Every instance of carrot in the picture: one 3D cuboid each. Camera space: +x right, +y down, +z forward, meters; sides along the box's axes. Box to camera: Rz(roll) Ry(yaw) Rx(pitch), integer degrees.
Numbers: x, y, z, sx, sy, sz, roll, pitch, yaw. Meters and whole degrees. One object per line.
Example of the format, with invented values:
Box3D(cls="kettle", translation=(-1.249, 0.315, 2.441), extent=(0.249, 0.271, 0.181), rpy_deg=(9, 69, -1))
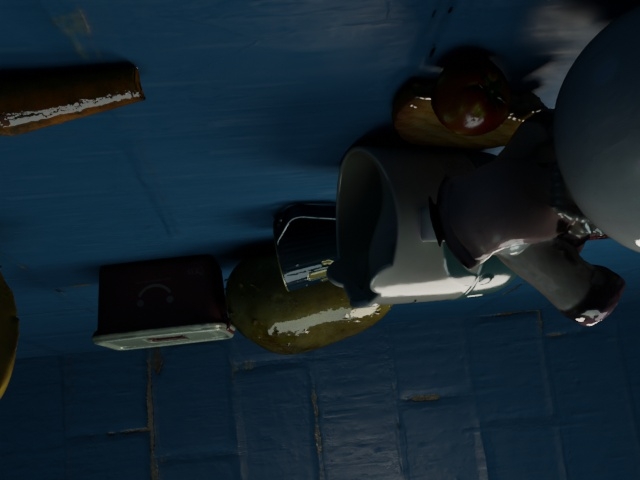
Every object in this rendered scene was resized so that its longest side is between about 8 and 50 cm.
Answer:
Box3D(cls="carrot", translation=(-0.257, -0.142, 0.707), extent=(0.161, 0.055, 0.055), rpy_deg=(-12, 167, -4))

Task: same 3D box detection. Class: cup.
Box3D(cls="cup", translation=(0.000, 0.000, 1.273), extent=(0.155, 0.131, 0.176), rpy_deg=(-11, 141, 2))
Box3D(cls="cup", translation=(0.165, -0.022, 0.977), extent=(0.257, 0.219, 0.289), rpy_deg=(-2, 180, -19))

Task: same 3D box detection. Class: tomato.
Box3D(cls="tomato", translation=(0.159, -0.152, 0.766), extent=(0.087, 0.087, 0.075), rpy_deg=(4, 168, -34))

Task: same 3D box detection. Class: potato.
Box3D(cls="potato", translation=(-0.015, 0.120, 1.517), extent=(0.359, 0.219, 0.270), rpy_deg=(-9, 159, 4))

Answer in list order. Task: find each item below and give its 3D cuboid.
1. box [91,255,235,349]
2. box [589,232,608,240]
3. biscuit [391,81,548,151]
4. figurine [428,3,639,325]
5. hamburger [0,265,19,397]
Box3D(cls="box", translation=(-0.338, 0.138, 1.558), extent=(0.293, 0.168, 0.193), rpy_deg=(-6, 165, 0))
Box3D(cls="box", translation=(0.608, -0.046, 1.422), extent=(0.224, 0.069, 0.120), rpy_deg=(-6, 166, 5))
Box3D(cls="biscuit", translation=(0.181, -0.155, 0.875), extent=(0.176, 0.031, 0.228), rpy_deg=(-14, 163, 27))
Box3D(cls="figurine", translation=(0.298, -0.072, 0.688), extent=(0.211, 0.253, 0.361), rpy_deg=(-10, 162, -37))
Box3D(cls="hamburger", translation=(-0.673, 0.168, 1.118), extent=(0.395, 0.396, 0.277), rpy_deg=(4, 162, -34))
